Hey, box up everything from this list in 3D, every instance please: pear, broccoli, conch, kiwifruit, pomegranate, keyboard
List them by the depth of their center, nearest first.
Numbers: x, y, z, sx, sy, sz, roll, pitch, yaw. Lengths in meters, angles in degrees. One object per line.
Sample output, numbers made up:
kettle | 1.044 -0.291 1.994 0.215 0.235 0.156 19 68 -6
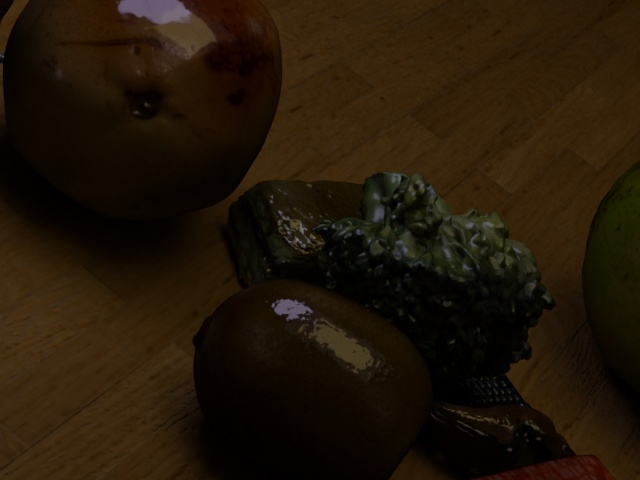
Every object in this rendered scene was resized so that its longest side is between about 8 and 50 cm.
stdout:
kiwifruit | -0.013 0.137 1.536 0.234 0.196 0.196 26 31 3
broccoli | 0.118 0.027 1.697 0.248 0.288 0.245 -5 63 0
conch | 0.172 0.213 1.715 0.233 0.080 0.086 5 24 -22
pomegranate | -0.187 -0.162 1.723 0.319 0.319 0.319 23 32 -16
keyboard | 0.128 0.170 1.787 0.262 0.016 0.106 2 43 -41
pear | 0.507 0.067 1.963 0.391 0.391 0.391 23 32 -16

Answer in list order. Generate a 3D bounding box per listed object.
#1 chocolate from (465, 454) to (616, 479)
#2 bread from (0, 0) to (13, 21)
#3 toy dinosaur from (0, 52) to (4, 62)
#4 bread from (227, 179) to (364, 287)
chocolate | 0.242 0.336 1.578 0.237 0.108 0.235 -3 46 -46
bread | -0.410 -0.231 1.573 0.172 0.312 0.312 37 28 -24
toy dinosaur | -0.488 -0.263 1.772 0.294 0.077 0.162 1 54 -22
bread | 0.000 0.000 1.826 0.196 0.102 0.138 8 37 -34
